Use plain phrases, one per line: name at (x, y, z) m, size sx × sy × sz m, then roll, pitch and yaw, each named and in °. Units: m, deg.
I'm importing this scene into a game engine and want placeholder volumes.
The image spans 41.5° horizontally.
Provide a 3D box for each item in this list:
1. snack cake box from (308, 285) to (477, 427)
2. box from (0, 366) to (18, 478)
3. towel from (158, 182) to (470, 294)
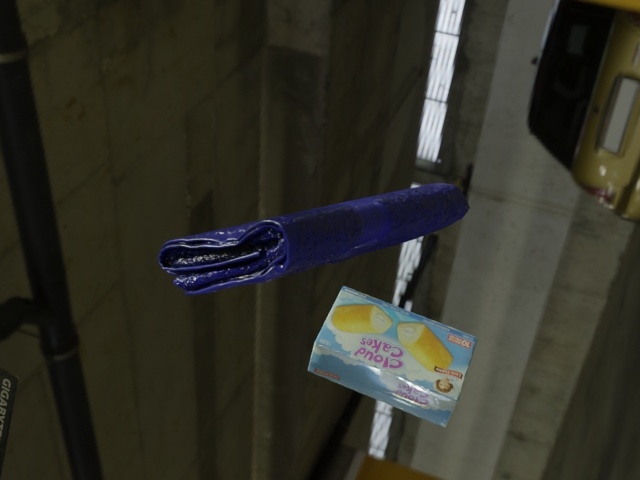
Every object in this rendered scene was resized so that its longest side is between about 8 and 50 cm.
snack cake box at (0.129, 0.204, 1.505) m, size 0.152 × 0.264 × 0.089 m, roll -61°, pitch -12°, yaw -45°
box at (-0.500, 0.327, 1.006) m, size 0.073 × 0.293 × 0.295 m, roll 43°, pitch -154°, yaw -40°
towel at (0.000, 0.000, 0.971) m, size 0.308 × 0.227 × 0.076 m, roll -14°, pitch -86°, yaw -43°
